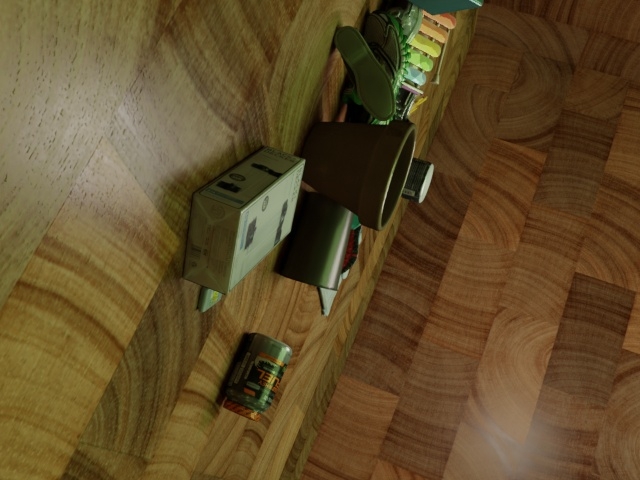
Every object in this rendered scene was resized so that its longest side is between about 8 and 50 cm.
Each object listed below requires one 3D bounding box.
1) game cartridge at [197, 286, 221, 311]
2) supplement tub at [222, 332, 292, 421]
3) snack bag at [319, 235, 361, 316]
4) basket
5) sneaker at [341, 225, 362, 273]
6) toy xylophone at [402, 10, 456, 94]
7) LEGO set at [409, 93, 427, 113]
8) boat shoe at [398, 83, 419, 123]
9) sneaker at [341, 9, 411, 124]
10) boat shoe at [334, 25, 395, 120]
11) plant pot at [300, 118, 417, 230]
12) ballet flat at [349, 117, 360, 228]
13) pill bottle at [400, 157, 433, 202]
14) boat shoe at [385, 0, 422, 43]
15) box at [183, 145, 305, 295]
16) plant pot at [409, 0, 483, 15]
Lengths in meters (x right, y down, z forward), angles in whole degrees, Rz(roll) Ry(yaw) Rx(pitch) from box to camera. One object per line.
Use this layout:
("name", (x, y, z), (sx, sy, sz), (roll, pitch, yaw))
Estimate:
("game cartridge", (-0.205, 0.097, 1.293), (0.083, 0.017, 0.056), (-41, 144, -67))
("supplement tub", (-0.153, 0.326, 1.630), (0.117, 0.117, 0.190), (76, 35, -69))
("snack bag", (0.074, 0.079, 2.443), (0.323, 0.037, 0.343), (82, 30, -66))
("basket", (0.000, 0.000, 1.743), (0.204, 0.154, 0.227), (22, 84, -84))
("sneaker", (0.095, -0.005, 2.248), (0.125, 0.104, 0.262), (26, 84, -80))
("toy xylophone", (0.332, -0.623, 2.165), (0.236, 0.081, 0.323), (6, 100, -34))
("LEGO set", (0.304, -0.519, 2.477), (0.132, 0.107, 0.287), (-38, 180, 13))
("boat shoe", (0.254, -0.398, 2.300), (0.121, 0.119, 0.335), (-46, 152, -63))
("sneaker", (0.135, -0.409, 1.737), (0.146, 0.134, 0.344), (-5, 103, -32))
("boat shoe", (0.107, -0.377, 1.546), (0.228, 0.081, 0.069), (63, 12, -5))
("plant pot", (0.080, -0.179, 1.609), (0.263, 0.229, 0.263), (20, 90, -78))
("ballet flat", (0.115, -0.229, 1.951), (0.147, 0.147, 0.409), (-34, 141, -70))
("pill bottle", (0.216, -0.212, 2.116), (0.130, 0.245, 0.130), (19, 90, -76))
("boat shoe", (0.220, -0.642, 1.847), (0.103, 0.118, 0.320), (28, 82, -34))
("box", (-0.130, -0.047, 1.227), (0.290, 0.087, 0.169), (-49, 155, -60))
("plant pot", (0.280, -0.687, 1.704), (0.234, 0.165, 0.166), (4, 93, -44))
